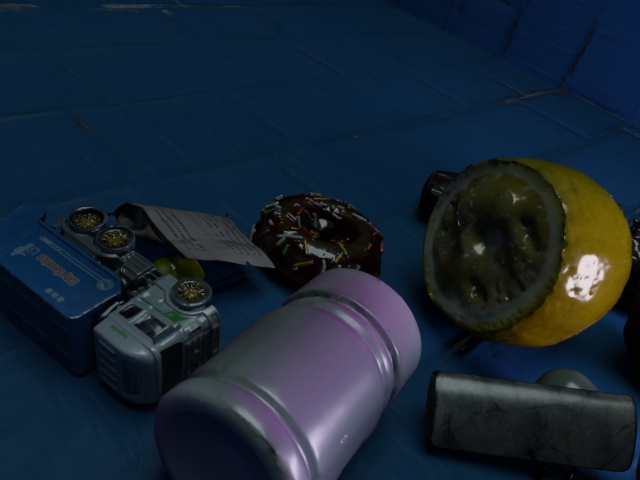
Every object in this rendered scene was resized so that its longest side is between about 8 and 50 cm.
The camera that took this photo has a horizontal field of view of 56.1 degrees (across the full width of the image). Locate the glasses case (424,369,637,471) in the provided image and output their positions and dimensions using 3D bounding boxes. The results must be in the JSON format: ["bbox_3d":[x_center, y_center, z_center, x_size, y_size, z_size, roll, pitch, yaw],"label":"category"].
[{"bbox_3d":[0.308,0.265,0.889,0.299,0.114,0.060,7,-5,-1],"label":"glasses case"}]

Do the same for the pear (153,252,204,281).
[{"bbox_3d":[-0.237,0.067,0.976,0.097,0.092,0.092,-36,49,-1],"label":"pear"}]

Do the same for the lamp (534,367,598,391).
[{"bbox_3d":[0.396,0.260,0.973,0.105,0.105,0.105,12,34,-8],"label":"lamp"}]

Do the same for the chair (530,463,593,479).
[{"bbox_3d":[0.358,0.350,0.885,0.086,0.037,0.042,32,48,13],"label":"chair"}]

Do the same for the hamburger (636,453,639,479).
[{"bbox_3d":[0.565,0.351,0.776,0.179,0.276,0.294,-5,53,-19],"label":"hamburger"}]

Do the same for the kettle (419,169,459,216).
[{"bbox_3d":[0.355,-0.088,1.421,0.232,0.144,0.202,24,15,13],"label":"kettle"}]

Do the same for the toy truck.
[{"bbox_3d":[-0.320,0.081,0.867,0.367,0.146,0.175,29,43,21],"label":"toy truck"}]

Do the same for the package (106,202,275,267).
[{"bbox_3d":[-0.224,-0.016,1.043,0.251,0.062,0.204,24,14,40],"label":"package"}]

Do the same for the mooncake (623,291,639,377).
[{"bbox_3d":[0.726,0.173,1.060,0.187,0.324,0.324,-18,48,-43],"label":"mooncake"}]

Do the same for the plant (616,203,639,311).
[{"bbox_3d":[0.675,0.028,1.363,0.194,0.181,0.320,-13,49,-37],"label":"plant"}]

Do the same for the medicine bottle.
[{"bbox_3d":[-0.028,0.193,0.775,0.212,0.212,0.325,31,37,18],"label":"medicine bottle"}]

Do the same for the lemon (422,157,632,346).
[{"bbox_3d":[0.391,0.028,1.100,0.364,0.364,0.364,12,34,-8],"label":"lemon"}]

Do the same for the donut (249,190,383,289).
[{"bbox_3d":[0.000,0.000,1.160,0.270,0.103,0.269,11,33,-8],"label":"donut"}]
